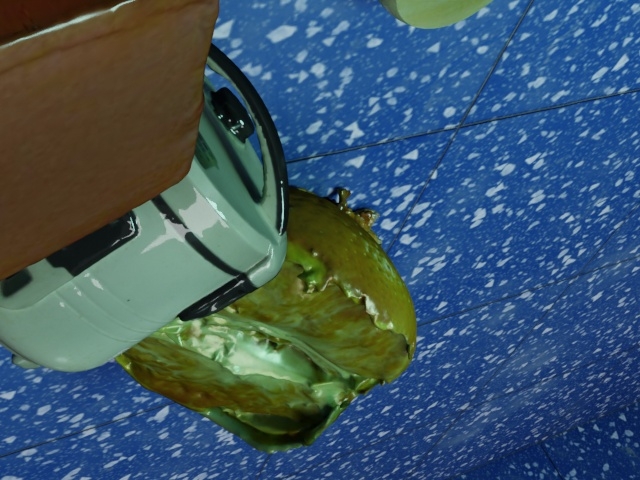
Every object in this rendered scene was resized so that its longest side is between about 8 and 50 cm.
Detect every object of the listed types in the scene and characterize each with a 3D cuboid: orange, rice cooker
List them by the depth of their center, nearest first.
[{"bbox_3d":[-0.145,-0.036,0.746,0.244,0.226,0.226,-31,154,7],"label":"rice cooker"},{"bbox_3d":[-0.055,0.075,1.024,0.334,0.262,0.196,-51,-173,38],"label":"orange"}]

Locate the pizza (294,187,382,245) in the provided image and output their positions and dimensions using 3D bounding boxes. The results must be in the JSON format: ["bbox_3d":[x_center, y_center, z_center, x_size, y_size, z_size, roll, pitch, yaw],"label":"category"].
[{"bbox_3d":[0.000,0.002,1.138,0.154,0.069,0.194,-28,156,-1],"label":"pizza"}]

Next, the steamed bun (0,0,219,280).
[{"bbox_3d":[-0.248,-0.102,0.492,0.379,0.248,0.235,-29,160,-25],"label":"steamed bun"}]

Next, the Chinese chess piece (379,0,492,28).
[{"bbox_3d":[0.104,-0.237,0.832,0.144,0.058,0.144,-25,155,-13],"label":"Chinese chess piece"}]
